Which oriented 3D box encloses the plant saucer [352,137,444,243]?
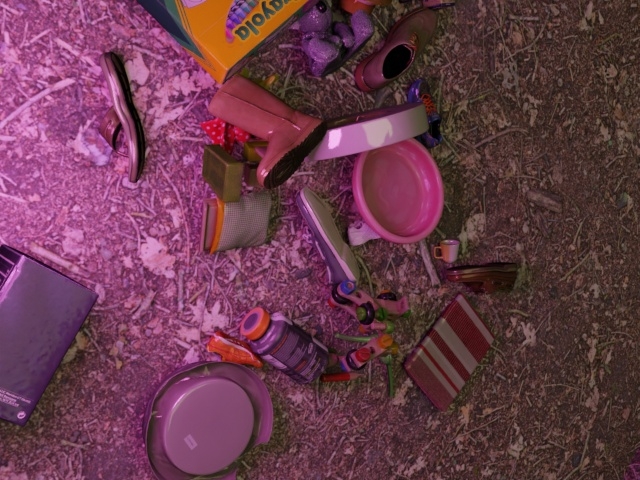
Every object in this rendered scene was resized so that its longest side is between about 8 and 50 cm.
[{"bbox_3d":[0.219,-0.150,2.023,0.332,0.084,0.332,6,79,-33],"label":"plant saucer"}]

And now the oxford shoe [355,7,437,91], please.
[{"bbox_3d":[0.254,-0.560,2.007,0.123,0.130,0.348,48,70,-26],"label":"oxford shoe"}]

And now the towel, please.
[{"bbox_3d":[0.429,0.366,2.265,0.329,0.037,0.237,-48,115,-21],"label":"towel"}]

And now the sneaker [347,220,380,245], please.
[{"bbox_3d":[0.146,-0.031,2.036,0.152,0.053,0.061,-18,101,-29],"label":"sneaker"}]

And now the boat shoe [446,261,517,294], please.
[{"bbox_3d":[0.542,0.132,2.267,0.307,0.111,0.104,-2,94,-32],"label":"boat shoe"}]

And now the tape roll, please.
[{"bbox_3d":[0.087,-0.282,1.777,0.392,0.392,0.072,-20,105,-29],"label":"tape roll"}]

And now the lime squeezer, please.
[{"bbox_3d":[0.172,0.353,2.087,0.110,0.059,0.310,-50,118,-19],"label":"lime squeezer"}]

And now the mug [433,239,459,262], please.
[{"bbox_3d":[0.410,0.036,2.215,0.062,0.078,0.064,-36,127,-60],"label":"mug"}]

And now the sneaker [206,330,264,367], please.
[{"bbox_3d":[-0.228,0.302,1.836,0.175,0.064,0.067,33,98,-26],"label":"sneaker"}]

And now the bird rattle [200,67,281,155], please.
[{"bbox_3d":[-0.171,-0.310,1.772,0.207,0.143,0.253,29,82,-48],"label":"bird rattle"}]

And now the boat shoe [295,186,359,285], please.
[{"bbox_3d":[0.000,0.000,1.912,0.319,0.099,0.116,58,24,-25],"label":"boat shoe"}]

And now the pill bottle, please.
[{"bbox_3d":[-0.102,0.279,1.862,0.245,0.130,0.130,41,73,-29],"label":"pill bottle"}]

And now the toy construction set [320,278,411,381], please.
[{"bbox_3d":[0.145,0.272,1.941,0.237,0.257,0.309,5,124,-30],"label":"toy construction set"}]

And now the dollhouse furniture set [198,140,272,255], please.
[{"bbox_3d":[-0.185,-0.080,1.708,0.197,0.151,0.301,-7,120,-31],"label":"dollhouse furniture set"}]

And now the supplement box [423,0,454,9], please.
[{"bbox_3d":[0.356,-0.747,2.082,0.056,0.083,0.083,-14,103,-29],"label":"supplement box"}]

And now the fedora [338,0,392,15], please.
[{"bbox_3d":[0.104,-0.673,1.903,0.194,0.194,0.079,2,130,-32],"label":"fedora"}]

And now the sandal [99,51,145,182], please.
[{"bbox_3d":[-0.474,-0.282,1.601,0.086,0.120,0.303,-13,101,-2],"label":"sandal"}]

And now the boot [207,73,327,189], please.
[{"bbox_3d":[-0.153,-0.254,1.590,0.236,0.269,0.089,-47,156,-30],"label":"boot"}]

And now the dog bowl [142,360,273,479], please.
[{"bbox_3d":[-0.298,0.472,1.774,0.349,0.102,0.349,-3,96,-32],"label":"dog bowl"}]

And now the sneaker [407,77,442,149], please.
[{"bbox_3d":[0.331,-0.388,2.099,0.083,0.087,0.221,-23,106,-29],"label":"sneaker"}]

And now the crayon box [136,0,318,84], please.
[{"bbox_3d":[-0.217,-0.609,1.654,0.313,0.106,0.363,44,71,-2],"label":"crayon box"}]

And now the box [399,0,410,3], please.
[{"bbox_3d":[0.279,-0.746,2.046,0.083,0.062,0.052,-28,110,-28],"label":"box"}]

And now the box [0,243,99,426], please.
[{"bbox_3d":[-0.635,0.183,1.417,0.183,0.296,0.294,33,78,-30],"label":"box"}]

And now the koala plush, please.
[{"bbox_3d":[-0.003,-0.573,1.841,0.196,0.203,0.221,-37,92,-15],"label":"koala plush"}]
